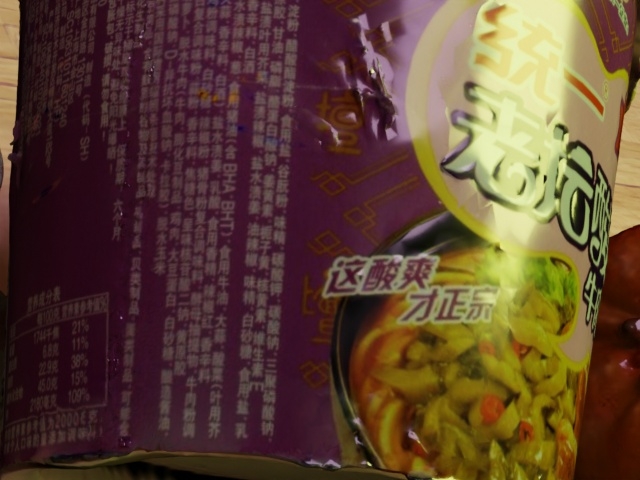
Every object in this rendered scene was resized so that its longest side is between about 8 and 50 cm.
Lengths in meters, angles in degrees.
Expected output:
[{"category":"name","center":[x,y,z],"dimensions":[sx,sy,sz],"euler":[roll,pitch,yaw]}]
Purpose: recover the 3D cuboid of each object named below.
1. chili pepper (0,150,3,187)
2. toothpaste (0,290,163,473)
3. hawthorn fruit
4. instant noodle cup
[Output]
[{"category":"chili pepper","center":[-0.217,-0.034,0.743],"dimensions":[0.153,0.041,0.050],"euler":[-70,147,-57]},{"category":"toothpaste","center":[-0.131,0.091,0.670],"dimensions":[0.194,0.043,0.067],"euler":[44,37,-2]},{"category":"hawthorn fruit","center":[0.249,0.101,0.713],"dimensions":[0.243,0.207,0.207],"euler":[42,22,-42]},{"category":"instant noodle cup","center":[0.000,0.000,0.593],"dimensions":[0.340,0.340,0.266],"euler":[16,66,-30]}]
